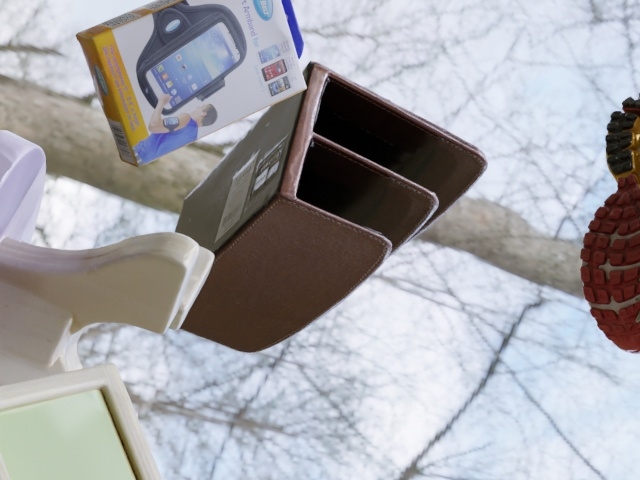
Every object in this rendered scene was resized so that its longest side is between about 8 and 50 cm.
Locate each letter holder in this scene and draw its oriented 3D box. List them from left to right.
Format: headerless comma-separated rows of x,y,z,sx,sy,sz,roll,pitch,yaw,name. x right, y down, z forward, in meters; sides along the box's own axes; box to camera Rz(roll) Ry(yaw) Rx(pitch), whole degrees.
0.000,0.000,1.279,0.302,0.214,0.152,-40,-149,53,letter holder

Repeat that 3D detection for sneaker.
0.264,-0.009,1.008,0.088,0.093,0.225,-5,-129,35,sneaker

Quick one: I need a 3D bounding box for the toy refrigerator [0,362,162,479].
-0.115,0.206,0.673,0.094,0.102,0.269,-36,-109,39,toy refrigerator

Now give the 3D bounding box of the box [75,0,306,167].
-0.066,-0.107,0.765,0.028,0.136,0.081,26,-42,56,box

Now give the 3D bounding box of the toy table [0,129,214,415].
-0.190,0.064,0.914,0.274,0.161,0.252,116,0,-54,toy table
